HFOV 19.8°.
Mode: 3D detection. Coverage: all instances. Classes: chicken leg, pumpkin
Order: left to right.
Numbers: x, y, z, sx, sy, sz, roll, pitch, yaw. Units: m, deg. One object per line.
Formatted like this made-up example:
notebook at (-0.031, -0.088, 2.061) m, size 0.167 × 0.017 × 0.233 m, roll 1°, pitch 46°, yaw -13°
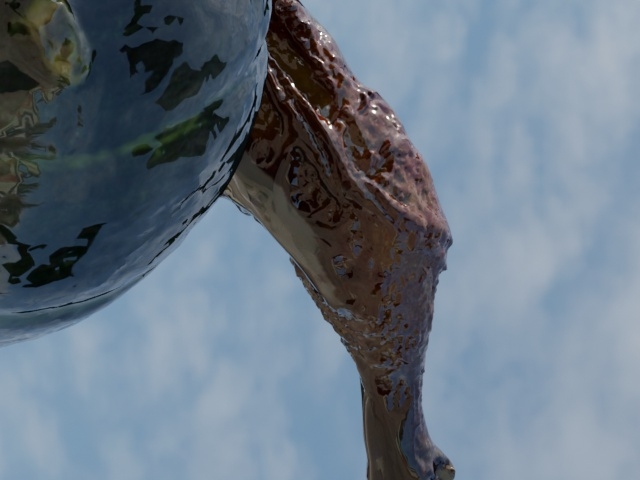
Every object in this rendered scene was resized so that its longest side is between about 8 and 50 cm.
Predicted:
pumpkin at (-0.170, -0.108, 0.794) m, size 0.323 × 0.241 × 0.323 m, roll 28°, pitch -52°, yaw 43°
chicken leg at (0.000, 0.000, 1.112) m, size 0.158 × 0.096 × 0.407 m, roll -13°, pitch -68°, yaw 41°
